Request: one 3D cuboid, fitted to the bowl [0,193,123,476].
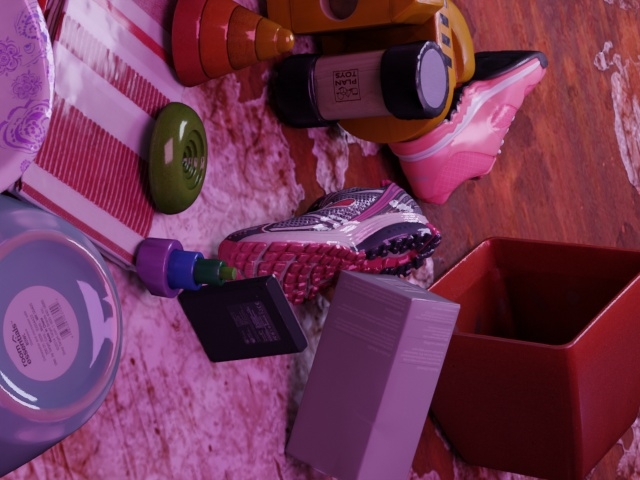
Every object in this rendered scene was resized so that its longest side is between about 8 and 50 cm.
[{"bbox_3d":[-0.311,0.085,1.616,0.311,0.163,0.311,11,75,-47],"label":"bowl"}]

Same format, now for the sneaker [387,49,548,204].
[{"bbox_3d":[0.204,-0.157,2.282,0.314,0.116,0.136,-38,122,-37],"label":"sneaker"}]

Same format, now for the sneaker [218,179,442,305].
[{"bbox_3d":[0.000,0.000,2.025,0.299,0.121,0.112,-8,54,-38],"label":"sneaker"}]

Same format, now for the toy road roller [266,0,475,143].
[{"bbox_3d":[0.075,-0.285,2.082,0.240,0.202,0.329,-13,99,-60],"label":"toy road roller"}]

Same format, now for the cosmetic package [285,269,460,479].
[{"bbox_3d":[0.061,0.166,1.987,0.107,0.127,0.238,7,102,-47],"label":"cosmetic package"}]

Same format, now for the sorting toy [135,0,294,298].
[{"bbox_3d":[-0.109,-0.111,1.867,0.127,0.126,0.365,48,49,-68],"label":"sorting toy"}]

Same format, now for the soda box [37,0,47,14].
[{"bbox_3d":[-0.301,-0.341,1.727,0.083,0.092,0.263,17,69,-17],"label":"soda box"}]

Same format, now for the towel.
[{"bbox_3d":[-0.231,-0.159,1.811,0.237,0.037,0.329,39,57,-53],"label":"towel"}]

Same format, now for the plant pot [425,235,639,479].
[{"bbox_3d":[0.287,0.164,2.210,0.267,0.267,0.235,-37,124,-44],"label":"plant pot"}]

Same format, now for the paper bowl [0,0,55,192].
[{"bbox_3d":[-0.393,-0.157,1.529,0.284,0.148,0.284,14,70,-45],"label":"paper bowl"}]

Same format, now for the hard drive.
[{"bbox_3d":[-0.088,0.089,1.880,0.022,0.135,0.094,-47,118,-45],"label":"hard drive"}]
